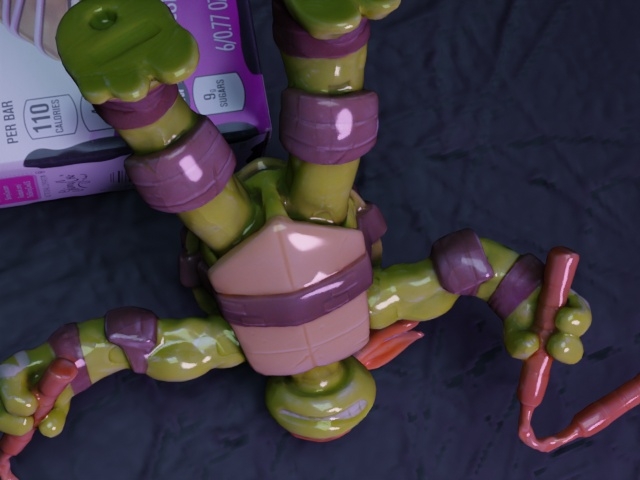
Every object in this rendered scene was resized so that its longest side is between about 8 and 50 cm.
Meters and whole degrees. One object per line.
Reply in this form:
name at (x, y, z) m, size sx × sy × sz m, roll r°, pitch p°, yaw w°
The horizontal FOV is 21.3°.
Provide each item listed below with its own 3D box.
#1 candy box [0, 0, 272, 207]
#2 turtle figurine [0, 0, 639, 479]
candy box at (-0.147, -0.092, 0.647) m, size 0.233 × 0.071 × 0.159 m, roll -9°, pitch 80°, yaw -8°
turtle figurine at (0.000, 0.000, 0.602) m, size 0.269 × 0.217 × 0.087 m, roll -9°, pitch 41°, yaw 3°
